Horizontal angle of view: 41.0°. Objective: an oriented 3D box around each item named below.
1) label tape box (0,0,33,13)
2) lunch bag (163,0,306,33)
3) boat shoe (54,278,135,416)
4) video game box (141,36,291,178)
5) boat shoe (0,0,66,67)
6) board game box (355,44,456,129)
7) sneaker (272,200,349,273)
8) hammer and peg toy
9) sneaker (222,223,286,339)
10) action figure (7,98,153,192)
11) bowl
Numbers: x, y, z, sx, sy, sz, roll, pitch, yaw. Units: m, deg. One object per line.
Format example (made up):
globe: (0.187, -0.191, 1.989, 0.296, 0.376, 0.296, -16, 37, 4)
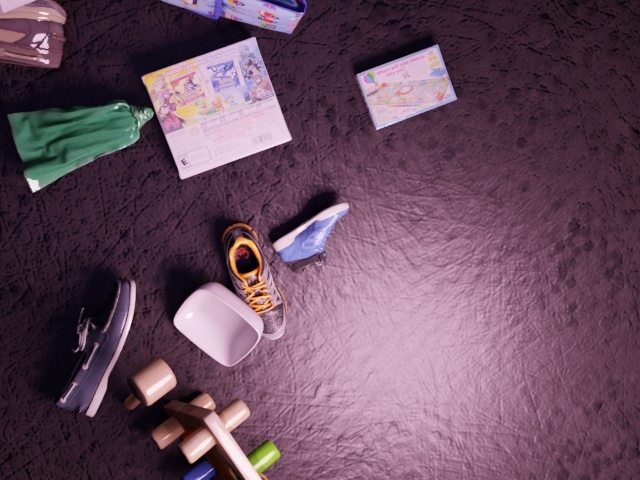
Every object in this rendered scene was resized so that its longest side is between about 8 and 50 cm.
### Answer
label tape box: (-0.474, -0.503, 1.311, 0.348, 0.115, 0.249, -29, 83, -16)
lunch bag: (-0.172, -0.425, 1.361, 0.293, 0.221, 0.138, 5, 96, -7)
boat shoe: (-0.387, 0.179, 1.471, 0.079, 0.095, 0.254, 19, 103, -19)
video game box: (-0.177, -0.227, 1.470, 0.205, 0.048, 0.187, -20, 100, -4)
boat shoe: (-0.589, -0.317, 1.374, 0.356, 0.132, 0.130, -5, 96, -5)
board game box: (0.151, -0.270, 1.511, 0.154, 0.026, 0.103, -21, 98, -4)
sneaker: (0.000, 0.000, 1.506, 0.152, 0.058, 0.084, -33, 93, 2)
hammer and peg toy: (-0.187, 0.337, 1.438, 0.127, 0.266, 0.361, -37, 99, -24)
sneaker: (-0.118, 0.077, 1.492, 0.084, 0.083, 0.214, -24, 99, -5)
action figure: (-0.393, -0.181, 1.443, 0.232, 0.063, 0.137, -17, 96, 0)
bowl: (-0.171, 0.137, 1.482, 0.142, 0.053, 0.142, 39, 134, -5)
